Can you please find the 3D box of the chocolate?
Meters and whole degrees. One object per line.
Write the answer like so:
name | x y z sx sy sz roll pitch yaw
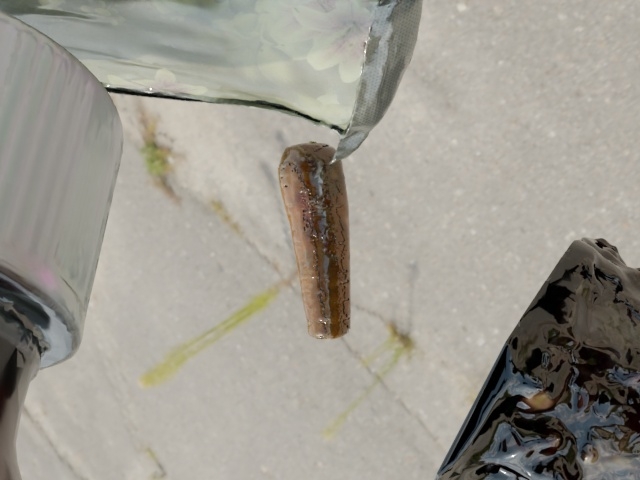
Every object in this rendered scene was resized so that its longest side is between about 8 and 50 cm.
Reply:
chocolate | 0.203 0.125 0.713 0.177 0.224 0.206 29 100 16

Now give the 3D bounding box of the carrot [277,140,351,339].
carrot | 0.000 0.000 0.887 0.055 0.055 0.162 -3 96 56

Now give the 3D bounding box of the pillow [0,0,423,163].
pillow | -0.075 -0.130 0.562 0.254 0.059 0.169 10 143 0

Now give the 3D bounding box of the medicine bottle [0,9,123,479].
medicine bottle | -0.196 0.096 0.402 0.242 0.242 0.395 -34 45 59
